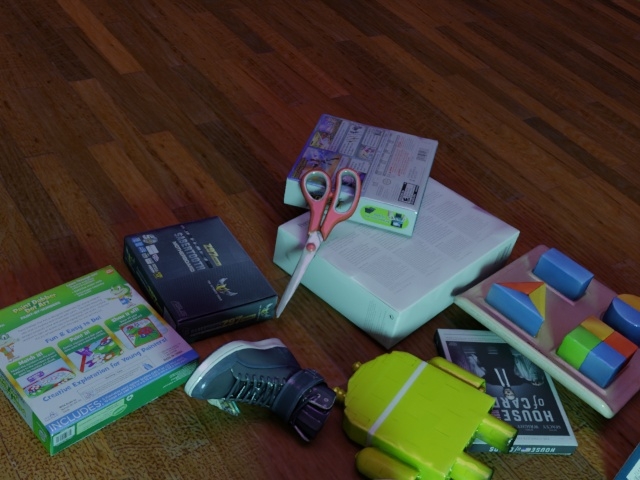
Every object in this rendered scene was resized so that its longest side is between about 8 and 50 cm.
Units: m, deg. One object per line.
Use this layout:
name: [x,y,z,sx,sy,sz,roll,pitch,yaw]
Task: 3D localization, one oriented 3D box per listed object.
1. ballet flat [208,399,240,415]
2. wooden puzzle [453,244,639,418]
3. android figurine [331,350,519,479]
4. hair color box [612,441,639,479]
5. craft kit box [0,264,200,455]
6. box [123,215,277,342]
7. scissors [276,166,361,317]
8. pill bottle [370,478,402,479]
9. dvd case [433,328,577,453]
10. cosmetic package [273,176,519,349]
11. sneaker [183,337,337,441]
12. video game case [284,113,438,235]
ballet flat: [-0.155,0.224,1.208,0.041,0.041,0.114,-8,43,-24]
wooden puzzle: [0.455,0.128,1.427,0.322,0.080,0.348,38,38,28]
android figurine: [0.146,0.265,1.201,0.273,0.056,0.248,23,46,24]
hair color box: [0.617,0.295,1.228,0.347,0.173,0.105,-18,49,-32]
craft kit box: [-0.355,0.165,1.205,0.250,0.061,0.247,-25,55,-38]
box: [-0.207,0.061,1.367,0.183,0.059,0.232,-13,45,-30]
scissors: [0.000,0.000,1.372,0.109,0.021,0.297,10,65,3]
pill bottle: [0.083,0.444,0.889,0.182,0.181,0.323,2,41,-14]
dvd case: [0.296,0.242,1.316,0.179,0.029,0.238,4,39,-11]
cosmetic package: [0.145,0.011,1.498,0.284,0.097,0.377,38,45,27]
sneaker: [-0.074,0.220,1.150,0.163,0.086,0.226,42,24,25]
video game case: [0.084,-0.133,1.542,0.244,0.061,0.269,16,38,7]
